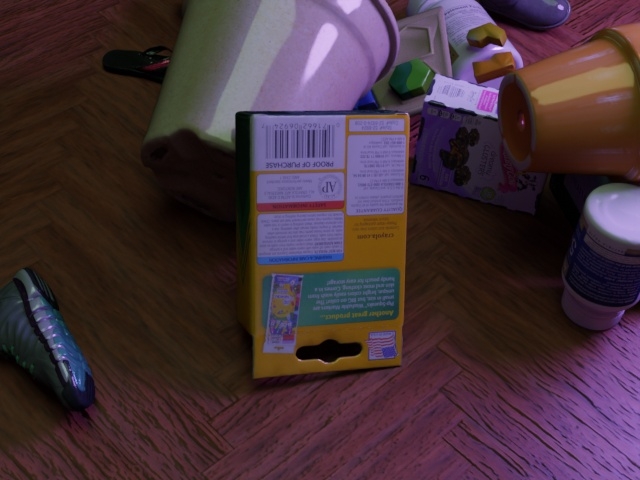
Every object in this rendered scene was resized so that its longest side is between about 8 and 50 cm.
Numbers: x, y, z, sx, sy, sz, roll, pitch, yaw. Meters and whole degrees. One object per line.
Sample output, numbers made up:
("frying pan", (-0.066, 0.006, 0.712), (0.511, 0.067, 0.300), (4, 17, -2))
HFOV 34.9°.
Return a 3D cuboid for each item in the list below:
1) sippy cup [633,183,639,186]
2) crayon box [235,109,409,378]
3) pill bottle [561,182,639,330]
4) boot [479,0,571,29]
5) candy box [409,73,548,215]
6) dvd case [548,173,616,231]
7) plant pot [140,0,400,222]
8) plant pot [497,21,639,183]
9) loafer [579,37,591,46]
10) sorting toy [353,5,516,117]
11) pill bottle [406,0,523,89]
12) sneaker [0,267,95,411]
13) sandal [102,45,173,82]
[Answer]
("sippy cup", (0.521, -0.122, 1.429), (0.240, 0.224, 0.305), (12, 8, 35))
("crayon box", (0.000, 0.000, 1.274), (0.203, 0.322, 0.083), (-3, 10, -18))
("pill bottle", (0.376, 0.027, 1.324), (0.112, 0.186, 0.112), (3, 45, -3))
("boot", (0.332, -0.435, 1.776), (0.190, 0.208, 0.076), (14, 89, 21))
("candy box", (0.242, -0.138, 1.488), (0.196, 0.164, 0.070), (16, 48, 10))
("dvd case", (0.395, -0.092, 1.468), (0.022, 0.180, 0.253), (-15, 34, 35))
("plant pot", (-0.091, -0.200, 1.424), (0.334, 0.334, 0.305), (16, 65, 10))
("plant pot", (0.337, -0.165, 1.302), (0.188, 0.205, 0.205), (-10, 47, -10))
("loafer", (0.603, -0.277, 1.713), (0.366, 0.130, 0.133), (1, 79, 7))
("sorting toy", (0.144, -0.282, 1.594), (0.307, 0.041, 0.229), (-16, 50, 20))
("pill bottle", (0.232, -0.331, 1.700), (0.131, 0.131, 0.229), (-11, 47, -16))
("sneaker", (-0.350, 0.138, 1.239), (0.098, 0.083, 0.223), (-33, 51, -4))
("sandal", (-0.273, -0.295, 1.677), (0.179, 0.040, 0.067), (8, 45, 2))
